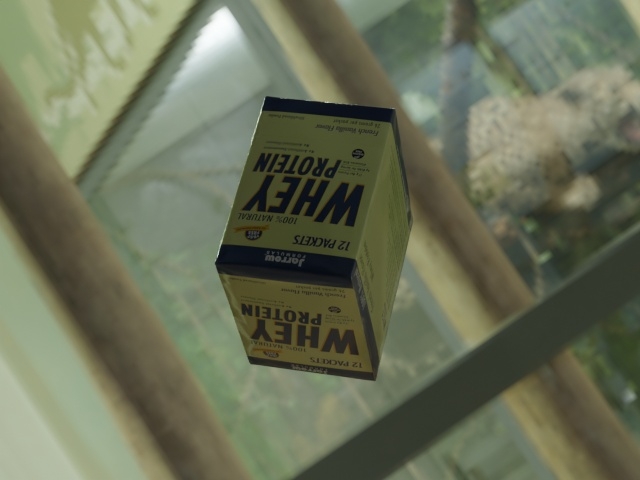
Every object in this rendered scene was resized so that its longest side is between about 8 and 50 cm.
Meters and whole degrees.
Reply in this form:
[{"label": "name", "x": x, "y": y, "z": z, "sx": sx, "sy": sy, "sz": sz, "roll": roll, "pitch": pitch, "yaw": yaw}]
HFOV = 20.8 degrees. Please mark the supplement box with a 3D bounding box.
[{"label": "supplement box", "x": 0.000, "y": 0.000, "z": 0.718, "sx": 0.083, "sy": 0.056, "sz": 0.083, "roll": 75, "pitch": -155, "yaw": -55}]
